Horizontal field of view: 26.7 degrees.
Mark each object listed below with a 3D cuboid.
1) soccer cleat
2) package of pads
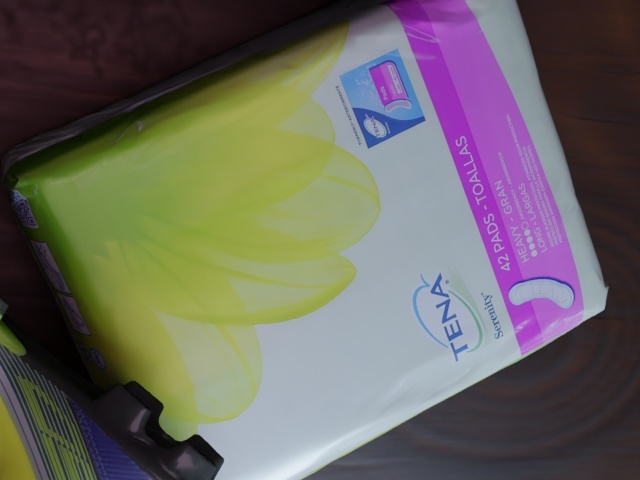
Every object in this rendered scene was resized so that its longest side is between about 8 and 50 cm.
[{"bbox_3d":[-0.180,0.077,0.647,0.289,0.093,0.121,36,86,7],"label":"soccer cleat"},{"bbox_3d":[0.000,0.000,0.758,0.297,0.101,0.229,-26,109,-15],"label":"package of pads"}]
